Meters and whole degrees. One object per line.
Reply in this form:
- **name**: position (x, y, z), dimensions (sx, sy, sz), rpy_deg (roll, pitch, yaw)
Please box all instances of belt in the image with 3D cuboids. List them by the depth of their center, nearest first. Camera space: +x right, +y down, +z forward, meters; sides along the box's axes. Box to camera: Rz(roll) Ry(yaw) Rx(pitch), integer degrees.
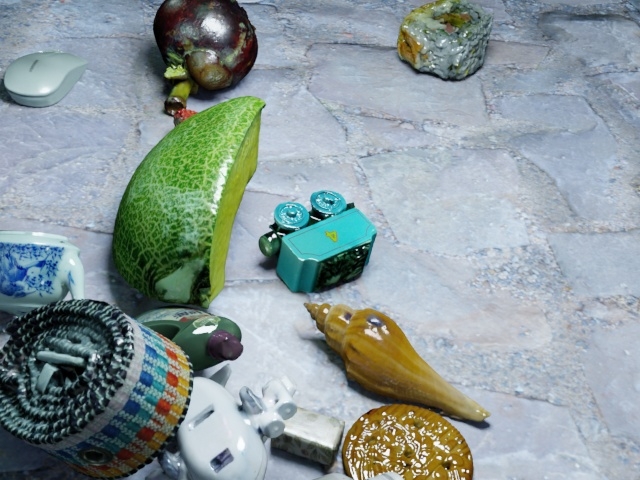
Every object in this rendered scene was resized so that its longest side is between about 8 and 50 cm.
- **belt**: position (-0.301, 0.196, 1.218), dimensions (0.295, 0.160, 0.206), rpy_deg (-4, 57, 41)

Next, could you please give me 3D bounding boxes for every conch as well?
- **conch**: position (0.111, 0.176, 1.407), dimensions (0.330, 0.093, 0.109), rpy_deg (27, 36, 21)

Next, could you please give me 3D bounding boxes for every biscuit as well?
- **biscuit**: position (0.124, 0.304, 1.307), dimensions (0.188, 0.027, 0.187), rpy_deg (4, 39, -3)

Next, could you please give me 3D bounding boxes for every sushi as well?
- **sushi**: position (0.305, -0.485, 2.192), dimensions (0.184, 0.139, 0.274), rpy_deg (33, 52, 25)

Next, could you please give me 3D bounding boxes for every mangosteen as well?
- **mangosteen**: position (-0.265, -0.397, 1.964), dimensions (0.231, 0.231, 0.289), rpy_deg (25, 69, 20)

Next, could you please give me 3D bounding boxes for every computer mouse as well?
- **computer mouse**: position (-0.581, -0.360, 1.960), dimensions (0.128, 0.079, 0.231), rpy_deg (10, 36, 0)

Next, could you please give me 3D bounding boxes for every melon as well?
- **melon**: position (-0.206, -0.051, 1.509), dimensions (0.331, 0.226, 0.343), rpy_deg (-29, 19, 16)

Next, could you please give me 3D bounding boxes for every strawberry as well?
- **strawberry**: position (-0.250, -0.217, 1.840), dimensions (0.096, 0.083, 0.083), rpy_deg (16, 30, -38)

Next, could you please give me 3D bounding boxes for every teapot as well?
- **teapot**: position (-0.460, 0.062, 1.433), dimensions (0.232, 0.159, 0.159), rpy_deg (2, 38, 13)

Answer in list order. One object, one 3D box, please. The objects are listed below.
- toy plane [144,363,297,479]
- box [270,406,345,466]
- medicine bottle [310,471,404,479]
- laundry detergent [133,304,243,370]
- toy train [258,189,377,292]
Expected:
- **toy plane**: position (-0.133, 0.258, 1.220), dimensions (0.245, 0.117, 0.244), rpy_deg (-22, 35, 17)
- **box**: position (-0.019, 0.273, 1.307), dimensions (0.098, 0.045, 0.062), rpy_deg (14, 39, 10)
- **medicine bottle**: position (0.009, 0.359, 1.137), dimensions (0.215, 0.135, 0.135), rpy_deg (-13, 44, -23)
- **laundry detergent**: position (-0.191, 0.146, 1.331), dimensions (0.144, 0.078, 0.222), rpy_deg (-14, 12, -32)
- **toy train**: position (0.000, 0.000, 1.597), dimensions (0.198, 0.107, 0.154), rpy_deg (-20, 55, -29)
